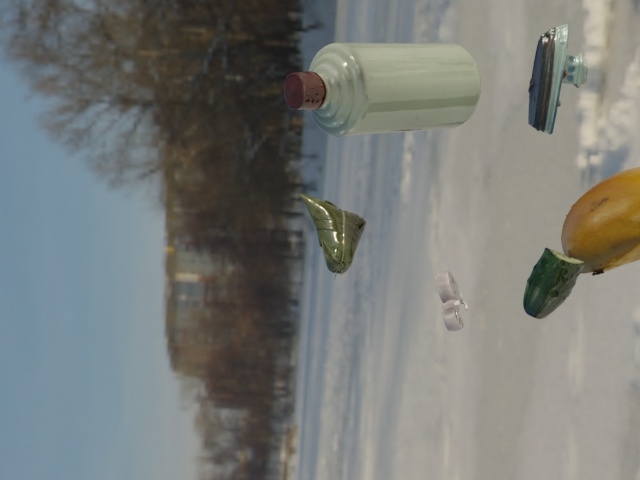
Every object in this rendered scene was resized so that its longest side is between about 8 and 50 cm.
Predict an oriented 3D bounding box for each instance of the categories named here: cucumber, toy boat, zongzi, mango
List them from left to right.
[{"bbox_3d":[0.000,0.000,2.026,0.062,0.130,0.154,-53,12,51],"label":"zongzi"},{"bbox_3d":[0.337,0.070,1.734,0.035,0.067,0.107,-81,13,-73],"label":"cucumber"},{"bbox_3d":[0.301,-0.203,1.492,0.059,0.066,0.140,-104,16,-70],"label":"toy boat"},{"bbox_3d":[0.503,-0.041,1.910,0.138,0.187,0.257,53,149,0],"label":"mango"}]

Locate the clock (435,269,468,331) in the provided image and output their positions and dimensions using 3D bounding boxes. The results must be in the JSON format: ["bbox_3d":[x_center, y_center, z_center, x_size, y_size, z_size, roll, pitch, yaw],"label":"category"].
[{"bbox_3d":[0.244,0.119,2.191,0.129,0.041,0.087,-94,-23,-43],"label":"clock"}]

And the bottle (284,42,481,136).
[{"bbox_3d":[0.064,-0.171,1.335,0.104,0.245,0.104,13,106,49],"label":"bottle"}]
